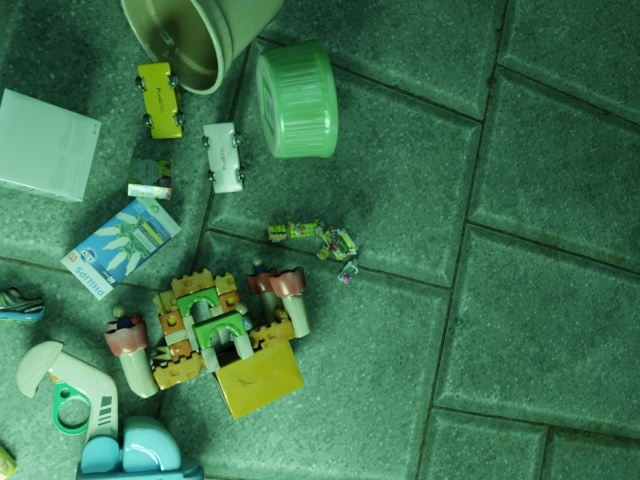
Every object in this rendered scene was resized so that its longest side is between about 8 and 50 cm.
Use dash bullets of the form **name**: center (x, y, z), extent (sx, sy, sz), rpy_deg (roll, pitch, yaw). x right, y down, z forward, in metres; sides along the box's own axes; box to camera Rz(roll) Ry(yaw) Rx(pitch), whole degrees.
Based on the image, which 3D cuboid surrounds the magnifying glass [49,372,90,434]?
- **magnifying glass**: center (-0.623, 0.362, 1.299), extent (0.092, 0.026, 0.231), rpy_deg (-22, 97, -19)

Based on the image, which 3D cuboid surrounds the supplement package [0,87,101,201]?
- **supplement package**: center (-0.642, -0.205, 1.217), extent (0.203, 0.149, 0.194), rpy_deg (16, 81, -39)

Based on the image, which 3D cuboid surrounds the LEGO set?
- **LEGO set**: center (0.000, 0.000, 1.495), extent (0.287, 0.107, 0.132), rpy_deg (32, 78, -16)

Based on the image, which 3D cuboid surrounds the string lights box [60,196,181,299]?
- **string lights box**: center (-0.490, 0.010, 1.331), extent (0.259, 0.077, 0.133), rpy_deg (-44, 103, -16)

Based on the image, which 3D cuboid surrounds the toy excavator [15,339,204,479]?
- **toy excavator**: center (-0.485, 0.465, 1.254), extent (0.432, 0.222, 0.445), rpy_deg (7, 78, -22)

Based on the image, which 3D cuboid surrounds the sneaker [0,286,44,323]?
- **sneaker**: center (-0.744, 0.144, 1.248), extent (0.188, 0.067, 0.078), rpy_deg (12, 63, -18)

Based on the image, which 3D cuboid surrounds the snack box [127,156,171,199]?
- **snack box**: center (-0.425, -0.156, 1.333), extent (0.100, 0.141, 0.037), rpy_deg (3, 124, -20)

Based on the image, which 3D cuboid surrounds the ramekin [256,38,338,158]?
- **ramekin**: center (-0.069, -0.356, 1.389), extent (0.148, 0.303, 0.303), rpy_deg (-11, 92, -13)

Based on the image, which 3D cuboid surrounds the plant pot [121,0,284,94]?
- **plant pot**: center (-0.267, -0.591, 1.332), extent (0.334, 0.334, 0.305), rpy_deg (49, 63, -12)

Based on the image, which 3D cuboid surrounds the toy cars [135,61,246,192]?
- **toy cars**: center (-0.324, -0.294, 1.396), extent (0.393, 0.087, 0.176), rpy_deg (43, 109, -16)

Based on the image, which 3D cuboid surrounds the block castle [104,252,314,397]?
- **block castle**: center (-0.270, 0.177, 1.287), extent (0.453, 0.303, 0.213), rpy_deg (-18, 93, -21)

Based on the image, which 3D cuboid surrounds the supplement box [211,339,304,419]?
- **supplement box**: center (-0.173, 0.333, 1.372), extent (0.191, 0.194, 0.129), rpy_deg (-22, 95, -19)

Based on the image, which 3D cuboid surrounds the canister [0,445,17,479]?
- **canister**: center (-0.791, 0.490, 1.205), extent (0.126, 0.073, 0.170), rpy_deg (-38, 102, -17)
